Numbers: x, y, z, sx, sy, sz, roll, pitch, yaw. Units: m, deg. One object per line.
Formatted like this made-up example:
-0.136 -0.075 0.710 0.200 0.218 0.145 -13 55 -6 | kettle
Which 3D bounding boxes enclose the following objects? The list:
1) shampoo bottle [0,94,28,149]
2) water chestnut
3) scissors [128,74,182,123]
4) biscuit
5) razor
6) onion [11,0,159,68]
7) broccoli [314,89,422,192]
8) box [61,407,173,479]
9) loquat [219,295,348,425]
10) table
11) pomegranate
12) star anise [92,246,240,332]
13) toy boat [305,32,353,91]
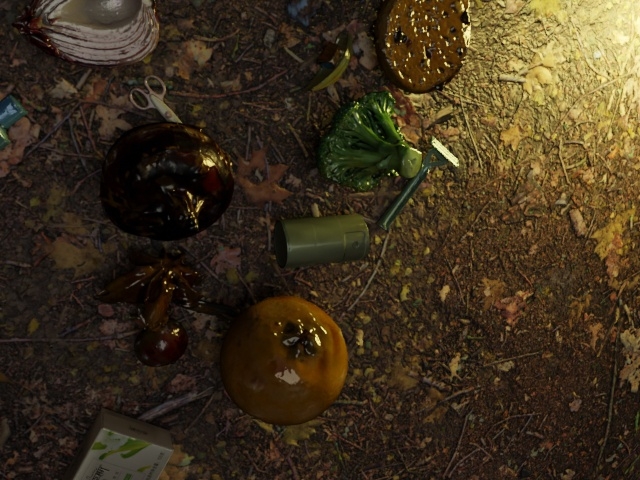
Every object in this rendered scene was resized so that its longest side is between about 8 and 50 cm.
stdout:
-0.729 -0.206 1.257 0.258 0.061 0.104 -41 115 -7 | shampoo bottle
-0.326 -0.117 1.319 0.300 0.300 0.300 -5 106 -19 | water chestnut
-0.355 -0.293 1.395 0.085 0.022 0.176 -45 111 -9 | scissors
0.258 -0.520 1.536 0.296 0.075 0.296 -8 110 -23 | biscuit
0.250 -0.144 1.654 0.111 0.056 0.278 37 97 -23 | razor
-0.483 -0.466 1.245 0.283 0.120 0.227 -17 111 -19 | onion
0.124 -0.218 1.463 0.269 0.269 0.254 -33 128 -10 | broccoli
-0.519 0.581 1.523 0.194 0.111 0.260 27 96 -24 | box
-0.087 0.292 1.490 0.328 0.328 0.328 -5 106 -19 | loquat
0.000 0.000 1.552 0.220 0.126 0.126 -6 106 -20 | table
-0.392 0.229 1.471 0.129 0.129 0.159 -16 100 -16 | pomegranate
-0.346 0.131 1.433 0.346 0.237 0.148 17 131 -33 | star anise
0.023 -0.431 1.477 0.066 0.065 0.172 34 86 -38 | toy boat
